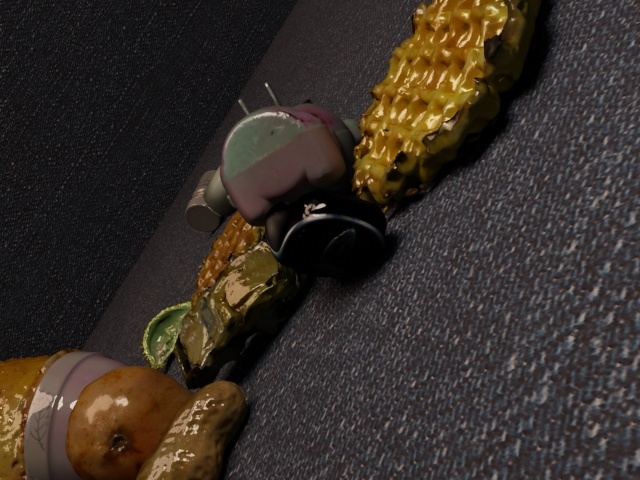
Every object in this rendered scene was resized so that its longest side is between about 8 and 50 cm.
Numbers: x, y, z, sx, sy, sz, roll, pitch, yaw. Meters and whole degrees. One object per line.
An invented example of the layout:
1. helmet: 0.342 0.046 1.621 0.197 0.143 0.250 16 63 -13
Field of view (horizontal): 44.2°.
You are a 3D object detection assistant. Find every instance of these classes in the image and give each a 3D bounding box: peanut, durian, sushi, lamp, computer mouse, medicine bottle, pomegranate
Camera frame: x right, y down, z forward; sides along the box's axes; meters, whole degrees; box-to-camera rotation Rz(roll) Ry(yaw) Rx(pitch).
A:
1. peanut: -0.176 0.297 1.107 0.108 0.095 0.226 6 53 36
2. durian: -0.347 0.220 1.774 0.100 0.086 0.215 13 68 58
3. sushi: -0.130 0.131 1.249 0.291 0.131 0.139 -45 42 16
4. lamp: -0.063 -0.145 1.279 0.247 0.247 0.301 -34 -3 11
5. computer mouse: 0.000 0.000 1.073 0.233 0.137 0.096 156 125 -71
6. medicine bottle: -0.312 -0.114 2.233 0.105 0.105 0.168 -44 21 38
7. pomegranate: -0.287 0.294 1.214 0.207 0.207 0.207 -50 18 23

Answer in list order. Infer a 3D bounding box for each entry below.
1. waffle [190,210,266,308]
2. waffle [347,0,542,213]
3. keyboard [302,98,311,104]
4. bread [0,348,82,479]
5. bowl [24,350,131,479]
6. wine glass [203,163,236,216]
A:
1. waffle: -0.177 0.016 1.668 0.325 0.068 0.302 -57 16 6
2. waffle: 0.165 -0.225 1.097 0.380 0.095 0.382 -39 27 49
3. keyboard: -0.117 -0.274 2.121 0.310 0.018 0.100 -34 27 53
4. bread: -0.531 0.401 1.495 0.398 0.215 0.398 1 -90 -81
5. bowl: -0.378 0.340 1.392 0.287 0.144 0.286 0 -90 -75
6. wine glass: -0.208 -0.161 2.006 0.204 0.111 0.111 -50 18 18
